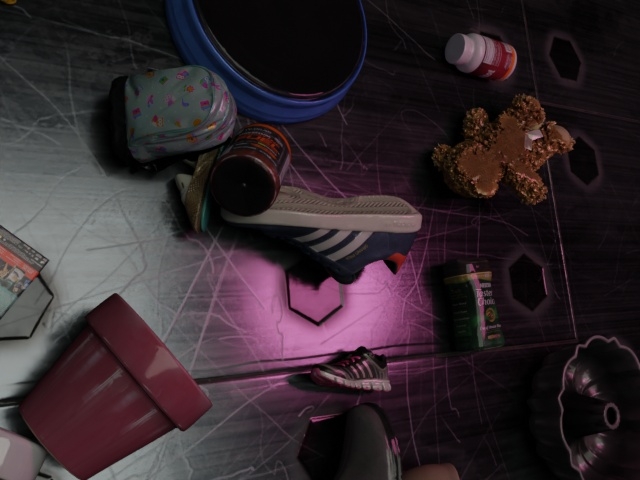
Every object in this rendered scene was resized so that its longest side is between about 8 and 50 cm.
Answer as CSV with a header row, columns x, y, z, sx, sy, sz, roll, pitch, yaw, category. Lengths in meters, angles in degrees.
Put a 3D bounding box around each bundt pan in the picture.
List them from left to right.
x,y,z,sx,sy,sz,roll,pitch,yaw,category
0.559,0.368,1.391,0.331,0.124,0.330,9,73,-32,bundt pan

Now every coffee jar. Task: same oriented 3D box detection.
x,y,z,sx,sy,sz,roll,pitch,yaw,category
0.300,0.125,1.308,0.096,0.079,0.184,-4,80,-34,coffee jar

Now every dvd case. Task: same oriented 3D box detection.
x,y,z,sx,sy,sz,roll,pitch,yaw,category
-0.437,0.047,0.886,0.087,0.013,0.119,40,59,-19,dvd case

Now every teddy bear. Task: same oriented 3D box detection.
x,y,z,sx,sy,sz,roll,pitch,yaw,category
0.387,-0.186,1.404,0.245,0.113,0.338,38,63,1,teddy bear

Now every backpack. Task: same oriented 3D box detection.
x,y,z,sx,sy,sz,roll,pitch,yaw,category
-0.217,-0.187,0.985,0.182,0.115,0.152,-7,84,7,backpack

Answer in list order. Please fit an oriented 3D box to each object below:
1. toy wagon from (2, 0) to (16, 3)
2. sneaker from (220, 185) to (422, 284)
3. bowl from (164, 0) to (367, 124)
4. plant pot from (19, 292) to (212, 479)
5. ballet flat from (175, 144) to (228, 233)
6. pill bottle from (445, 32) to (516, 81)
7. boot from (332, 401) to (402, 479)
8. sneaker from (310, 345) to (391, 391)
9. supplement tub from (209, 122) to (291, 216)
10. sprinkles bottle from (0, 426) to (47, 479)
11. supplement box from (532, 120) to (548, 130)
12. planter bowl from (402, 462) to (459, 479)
x,y,z,sx,sy,sz,roll,pitch,yaw,category
-0.453,-0.518,0.979,0.267,0.068,0.344,11,73,-30,toy wagon
0.000,0.000,1.126,0.350,0.131,0.148,5,114,-16,sneaker
-0.081,-0.405,1.189,0.391,0.077,0.391,8,75,-31,bowl
-0.273,0.199,0.861,0.180,0.201,0.201,-40,101,-18,plant pot
-0.194,-0.110,1.061,0.067,0.073,0.206,12,67,-2,ballet flat
0.353,-0.408,1.467,0.152,0.086,0.086,5,76,-31,pill bottle
0.005,0.418,1.029,0.223,0.118,0.338,11,68,-25,boot
0.053,0.216,1.136,0.170,0.063,0.074,15,71,-35,sneaker
-0.104,-0.122,1.049,0.106,0.106,0.198,45,23,-16,supplement tub
-0.445,0.381,0.736,0.121,0.121,0.355,32,64,-23,sprinkles bottle
0.476,-0.239,1.523,0.083,0.056,0.083,19,69,-28,supplement box
0.163,0.452,1.107,0.109,0.162,0.162,6,73,-4,planter bowl
